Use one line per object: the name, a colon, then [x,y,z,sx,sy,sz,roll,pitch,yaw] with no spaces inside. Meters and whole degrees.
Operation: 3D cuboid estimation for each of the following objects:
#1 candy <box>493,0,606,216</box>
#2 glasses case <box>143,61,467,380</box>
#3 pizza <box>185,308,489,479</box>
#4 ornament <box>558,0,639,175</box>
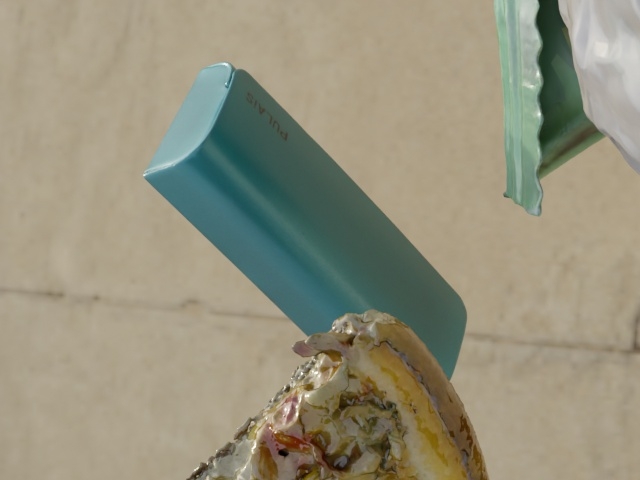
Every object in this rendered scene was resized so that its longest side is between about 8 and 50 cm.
candy: [0.289,-0.196,1.343,0.172,0.398,0.263,-138,35,-62]
glasses case: [0.001,-0.001,1.461,0.070,0.301,0.117,-17,39,44]
pizza: [-0.011,0.162,1.184,0.074,0.287,0.251,-131,45,-66]
ornament: [0.248,-0.116,0.729,0.337,0.337,0.337,-11,76,51]
